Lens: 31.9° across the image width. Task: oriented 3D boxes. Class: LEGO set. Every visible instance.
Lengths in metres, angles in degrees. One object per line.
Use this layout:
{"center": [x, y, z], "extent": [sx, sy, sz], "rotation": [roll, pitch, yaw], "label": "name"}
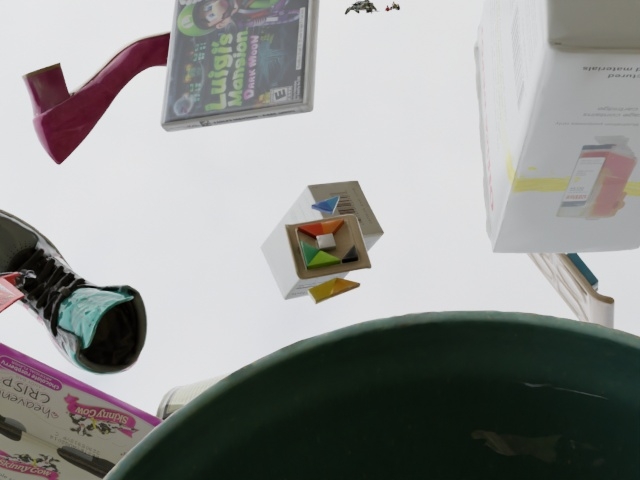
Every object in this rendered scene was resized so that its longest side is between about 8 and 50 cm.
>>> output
{"center": [0.076, -0.350, 1.662], "extent": [0.083, 0.054, 0.023], "rotation": [-4, -84, 1], "label": "LEGO set"}

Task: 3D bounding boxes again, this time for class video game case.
{"center": [-0.086, -0.215, 1.223], "extent": [0.022, 0.173, 0.190], "rotation": [48, -140, -59], "label": "video game case"}

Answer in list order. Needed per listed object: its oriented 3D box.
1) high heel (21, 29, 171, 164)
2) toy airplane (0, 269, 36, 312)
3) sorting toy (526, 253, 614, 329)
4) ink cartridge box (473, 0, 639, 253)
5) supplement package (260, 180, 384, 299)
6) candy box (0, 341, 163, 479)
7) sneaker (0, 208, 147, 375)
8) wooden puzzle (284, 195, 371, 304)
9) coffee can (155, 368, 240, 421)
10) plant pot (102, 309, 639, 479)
{"center": [-0.238, -0.184, 1.387], "extent": [0.244, 0.082, 0.117], "rotation": [-21, -81, -18], "label": "high heel"}
{"center": [-0.313, 0.057, 0.963], "extent": [0.151, 0.151, 0.028], "rotation": [-27, -65, -37], "label": "toy airplane"}
{"center": [0.330, 0.035, 1.539], "extent": [0.038, 0.208, 0.193], "rotation": [-39, -25, -2], "label": "sorting toy"}
{"center": [0.241, -0.185, 1.002], "extent": [0.384, 0.160, 0.279], "rotation": [87, -177, -68], "label": "ink cartridge box"}
{"center": [0.000, 0.000, 1.778], "extent": [0.105, 0.179, 0.105], "rotation": [-8, -118, -37], "label": "supplement package"}
{"center": [-0.244, 0.187, 0.834], "extent": [0.159, 0.233, 0.071], "rotation": [30, -145, -18], "label": "candy box"}
{"center": [-0.328, 0.072, 1.430], "extent": [0.295, 0.178, 0.124], "rotation": [49, -116, -28], "label": "sneaker"}
{"center": [0.007, 0.005, 1.049], "extent": [0.078, 0.116, 0.014], "rotation": [-13, -39, -15], "label": "wooden puzzle"}
{"center": [-0.053, 0.257, 1.496], "extent": [0.201, 0.275, 0.201], "rotation": [50, -150, -44], "label": "coffee can"}
{"center": [0.056, 0.198, 0.386], "extent": [0.293, 0.293, 0.196], "rotation": [-45, -31, -29], "label": "plant pot"}
